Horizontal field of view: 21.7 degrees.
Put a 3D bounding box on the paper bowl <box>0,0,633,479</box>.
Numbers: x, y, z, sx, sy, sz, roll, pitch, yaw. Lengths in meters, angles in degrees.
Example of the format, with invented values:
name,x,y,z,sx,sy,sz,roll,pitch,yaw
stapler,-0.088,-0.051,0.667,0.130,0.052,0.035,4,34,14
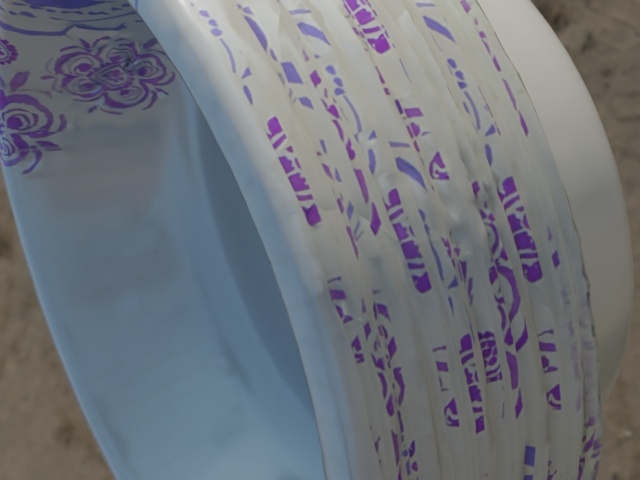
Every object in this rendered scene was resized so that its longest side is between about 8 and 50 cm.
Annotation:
name,x,y,z,sx,sy,sz,roll,pitch,yaw
paper bowl,0.000,0.000,0.592,0.284,0.148,0.284,45,146,44
